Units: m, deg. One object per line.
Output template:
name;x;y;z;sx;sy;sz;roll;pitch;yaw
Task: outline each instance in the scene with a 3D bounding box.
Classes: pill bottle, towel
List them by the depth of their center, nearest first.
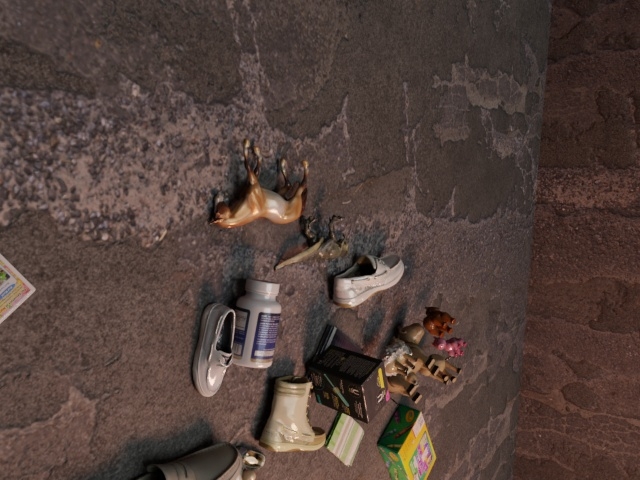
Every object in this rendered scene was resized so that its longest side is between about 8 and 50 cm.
pill bottle;-0.131;0.166;1.074;0.094;0.094;0.170;13;87;-53
towel;0.067;0.552;1.471;0.152;0.023;0.113;54;53;-40

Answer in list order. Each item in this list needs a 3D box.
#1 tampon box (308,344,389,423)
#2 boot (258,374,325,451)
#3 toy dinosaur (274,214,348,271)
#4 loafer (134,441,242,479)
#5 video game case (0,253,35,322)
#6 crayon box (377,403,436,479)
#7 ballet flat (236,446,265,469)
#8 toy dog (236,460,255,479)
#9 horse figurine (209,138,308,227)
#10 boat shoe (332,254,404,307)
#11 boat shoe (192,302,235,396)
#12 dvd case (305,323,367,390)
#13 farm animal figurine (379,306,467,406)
tampon box;0.072;0.348;1.289;0.101;0.161;0.121;-35;124;-42
boot;-0.047;0.407;1.247;0.213;0.077;0.165;21;78;-49
toy dinosaur;0.000;0.000;1.247;0.268;0.064;0.118;-10;111;-48
loafer;-0.268;0.446;0.934;0.319;0.112;0.112;-21;121;-49
video game case;-0.474;0.071;0.671;0.157;0.019;0.143;-54;135;-33
crayon box;0.291;0.698;1.737;0.165;0.081;0.279;-48;132;-36
ballet flat;-0.147;0.485;1.159;0.114;0.041;0.041;46;61;-47
toy dog;-0.118;0.614;1.073;0.220;0.160;0.334;-70;145;-56
horse figurine;-0.102;-0.098;1.089;0.263;0.066;0.175;12;81;-50
boat shoe;0.135;0.082;1.404;0.277;0.098;0.096;-29;119;-45
boat shoe;-0.198;0.216;1.021;0.066;0.063;0.184;15;84;-53
dvd case;0.045;0.341;1.401;0.221;0.018;0.165;48;61;-46
farm animal figurine;0.291;0.356;1.621;0.326;0.172;0.330;-38;134;-27
